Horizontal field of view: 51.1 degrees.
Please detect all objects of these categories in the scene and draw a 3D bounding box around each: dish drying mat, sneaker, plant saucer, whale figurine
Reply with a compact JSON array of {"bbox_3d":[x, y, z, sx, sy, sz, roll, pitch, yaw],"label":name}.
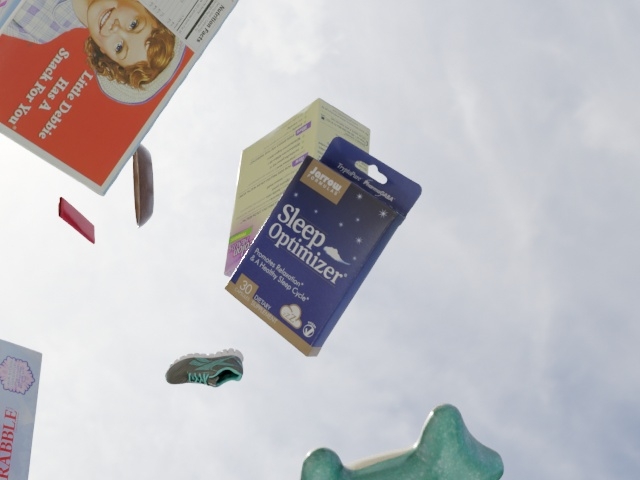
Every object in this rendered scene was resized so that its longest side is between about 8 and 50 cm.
[{"bbox_3d":[-0.324,-0.026,0.891,0.008,0.083,0.032,-16,-118,5],"label":"dish drying mat"},{"bbox_3d":[-0.235,0.272,1.379,0.076,0.166,0.065,-122,-155,-55],"label":"sneaker"},{"bbox_3d":[-0.394,-0.125,1.488,0.198,0.036,0.199,177,-90,-71],"label":"plant saucer"},{"bbox_3d":[0.064,0.289,0.655,0.272,0.141,0.216,-40,-77,2],"label":"whale figurine"}]

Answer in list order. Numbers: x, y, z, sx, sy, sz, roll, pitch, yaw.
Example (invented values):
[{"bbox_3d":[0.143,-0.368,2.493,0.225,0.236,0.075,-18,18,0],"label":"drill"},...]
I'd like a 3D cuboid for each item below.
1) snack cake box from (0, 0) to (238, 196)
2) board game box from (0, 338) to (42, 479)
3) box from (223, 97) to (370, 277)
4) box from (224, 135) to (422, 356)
[{"bbox_3d":[-0.192,-0.194,0.597,0.089,0.152,0.264,28,-98,45],"label":"snack cake box"},{"bbox_3d":[-0.450,0.320,0.754,0.318,0.066,0.318,-33,-134,22],"label":"board game box"},{"bbox_3d":[-0.036,-0.064,1.078,0.213,0.117,0.243,-25,-130,44],"label":"box"},{"bbox_3d":[0.000,0.000,0.759,0.136,0.036,0.225,35,-84,26],"label":"box"}]
